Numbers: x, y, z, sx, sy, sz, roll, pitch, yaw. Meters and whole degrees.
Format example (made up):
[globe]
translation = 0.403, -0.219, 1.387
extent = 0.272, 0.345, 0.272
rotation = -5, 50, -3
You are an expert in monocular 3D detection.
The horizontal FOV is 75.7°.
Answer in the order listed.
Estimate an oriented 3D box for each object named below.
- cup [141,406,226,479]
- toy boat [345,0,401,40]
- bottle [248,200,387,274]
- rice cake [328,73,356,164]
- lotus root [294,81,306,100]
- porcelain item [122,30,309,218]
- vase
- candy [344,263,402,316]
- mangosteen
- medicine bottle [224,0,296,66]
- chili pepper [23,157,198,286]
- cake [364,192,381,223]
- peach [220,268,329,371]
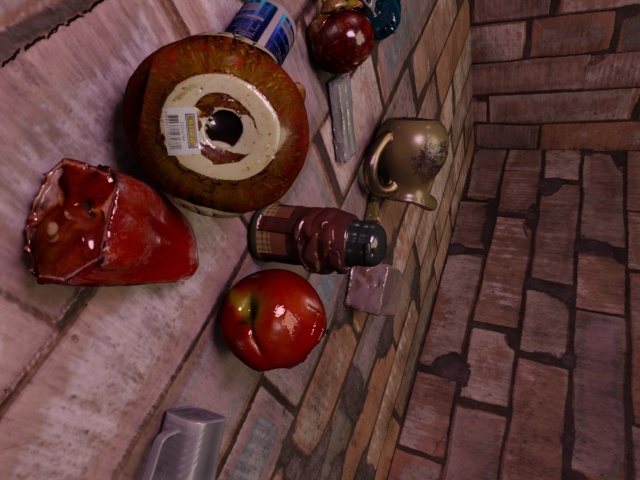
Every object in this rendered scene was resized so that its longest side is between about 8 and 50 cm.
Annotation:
[cup]
translation = -0.230, 0.352, 0.674
extent = 0.128, 0.095, 0.129
rotation = 30, 67, -58
[toy boat]
translation = 0.159, -0.592, 1.084
extent = 0.092, 0.134, 0.299
rotation = 56, 20, 8
[bottle]
translation = 0.000, 0.000, 0.826
extent = 0.156, 0.271, 0.143
rotation = -30, 123, -57
[rice cake]
translation = 0.061, -0.327, 1.112
extent = 0.085, 0.040, 0.226
rotation = -46, 136, -48
[lotus root]
translation = -0.068, -0.286, 0.851
extent = 0.072, 0.063, 0.151
rotation = -55, -169, 56
[porcelain item]
translation = -0.143, -0.159, 0.591
extent = 0.253, 0.253, 0.252
rotation = -25, 118, -59
[vase]
translation = 0.260, -0.242, 1.343
extent = 0.330, 0.241, 0.302
rotation = -15, 117, -37
[candy]
translation = 0.179, 0.153, 1.361
extent = 0.195, 0.137, 0.184
rotation = 23, 76, -60
[mangosteen]
translation = 0.037, -0.478, 0.954
extent = 0.156, 0.181, 0.146
rotation = -34, 171, -35
[medicine bottle]
translation = -0.121, -0.310, 0.695
extent = 0.107, 0.107, 0.191
rotation = 57, 48, -52
[chili pepper]
translation = -0.247, -0.008, 0.556
extent = 0.144, 0.136, 0.253
rotation = 56, 8, 17
[cake]
translation = 0.174, -0.122, 1.402
extent = 0.051, 0.055, 0.139
rotation = 35, 48, -58
[peach]
translation = -0.082, 0.159, 0.808
extent = 0.190, 0.196, 0.226
rotation = -46, 147, 3
